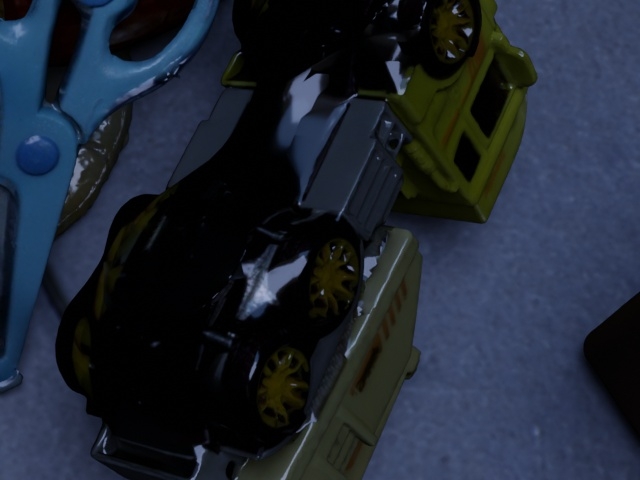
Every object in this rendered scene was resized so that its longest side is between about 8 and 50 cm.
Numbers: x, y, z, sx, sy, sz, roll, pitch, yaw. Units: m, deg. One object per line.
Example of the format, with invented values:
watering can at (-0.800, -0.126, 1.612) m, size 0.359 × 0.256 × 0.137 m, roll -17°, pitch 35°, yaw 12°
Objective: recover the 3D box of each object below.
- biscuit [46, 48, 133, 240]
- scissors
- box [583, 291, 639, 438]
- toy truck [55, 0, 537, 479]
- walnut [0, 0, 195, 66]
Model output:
biscuit at (-0.232, -0.059, 1.182) m, size 0.141 × 0.038 × 0.290 m, roll 43°, pitch 75°, yaw 4°
scissors at (-0.183, -0.067, 1.087) m, size 0.180 × 0.032 × 0.393 m, roll 8°, pitch 114°, yaw -21°
box at (0.350, 0.078, 1.075) m, size 0.239 × 0.339 × 0.229 m, roll -33°, pitch 80°, yaw -13°
toy truck at (0.000, 0.000, 1.098) m, size 0.180 × 0.254 × 0.405 m, roll 10°, pitch 65°, yaw 36°
walnut at (-0.157, -0.265, 1.151) m, size 0.269 × 0.222 × 0.244 m, roll -32°, pitch 41°, yaw -13°
